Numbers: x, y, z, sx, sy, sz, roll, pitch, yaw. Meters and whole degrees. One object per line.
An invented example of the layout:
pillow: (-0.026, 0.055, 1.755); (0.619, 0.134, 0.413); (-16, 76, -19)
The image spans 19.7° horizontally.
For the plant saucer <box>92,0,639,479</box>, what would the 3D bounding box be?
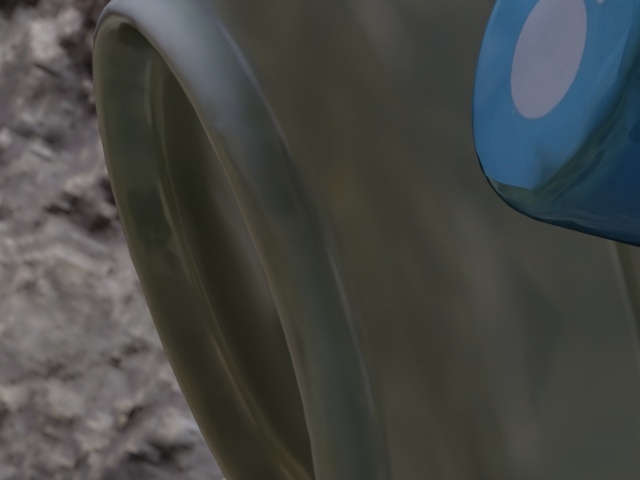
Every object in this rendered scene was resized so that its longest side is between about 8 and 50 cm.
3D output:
plant saucer: (0.000, 0.000, 0.666); (0.400, 0.100, 0.400); (161, 90, -74)

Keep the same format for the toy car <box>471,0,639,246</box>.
toy car: (0.188, -0.060, 0.350); (0.238, 0.219, 0.210); (-66, 24, 23)
